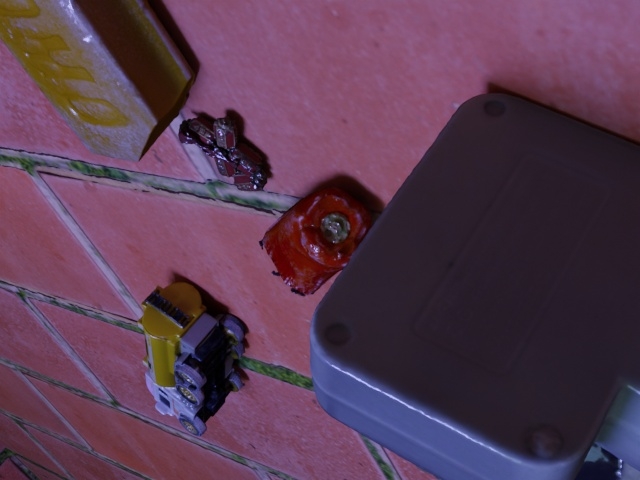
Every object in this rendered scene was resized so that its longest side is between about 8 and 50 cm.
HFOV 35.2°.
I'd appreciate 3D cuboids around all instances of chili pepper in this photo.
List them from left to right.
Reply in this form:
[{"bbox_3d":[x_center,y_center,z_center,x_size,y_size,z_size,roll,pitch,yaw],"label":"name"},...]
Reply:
[{"bbox_3d":[0.000,0.000,0.865,0.070,0.073,0.123,-1,165,-22],"label":"chili pepper"}]

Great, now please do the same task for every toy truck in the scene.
[{"bbox_3d":[-0.163,0.143,1.240,0.114,0.098,0.227,33,150,15],"label":"toy truck"}]

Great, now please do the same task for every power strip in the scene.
[{"bbox_3d":[0.152,0.039,0.574,0.261,0.229,0.141,27,150,18],"label":"power strip"}]

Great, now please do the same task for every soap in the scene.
[{"bbox_3d":[-0.195,-0.169,0.815,0.140,0.073,0.232,14,146,43],"label":"soap"}]

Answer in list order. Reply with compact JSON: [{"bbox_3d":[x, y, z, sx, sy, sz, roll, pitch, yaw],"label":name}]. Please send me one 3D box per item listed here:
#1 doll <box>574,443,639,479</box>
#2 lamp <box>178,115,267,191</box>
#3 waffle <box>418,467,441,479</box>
[{"bbox_3d":[0.205,0.125,0.757,0.234,0.135,0.143,17,148,27],"label":"doll"},{"bbox_3d":[-0.080,-0.074,0.882,0.063,0.031,0.083,6,144,45],"label":"lamp"},{"bbox_3d":[0.213,0.233,0.884,0.309,0.056,0.292,24,177,12],"label":"waffle"}]
